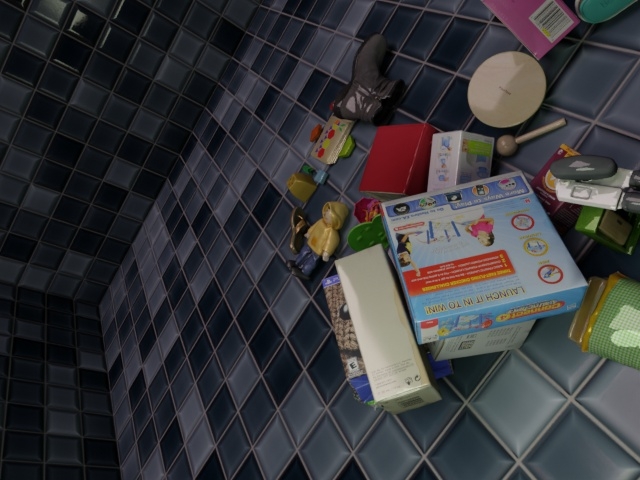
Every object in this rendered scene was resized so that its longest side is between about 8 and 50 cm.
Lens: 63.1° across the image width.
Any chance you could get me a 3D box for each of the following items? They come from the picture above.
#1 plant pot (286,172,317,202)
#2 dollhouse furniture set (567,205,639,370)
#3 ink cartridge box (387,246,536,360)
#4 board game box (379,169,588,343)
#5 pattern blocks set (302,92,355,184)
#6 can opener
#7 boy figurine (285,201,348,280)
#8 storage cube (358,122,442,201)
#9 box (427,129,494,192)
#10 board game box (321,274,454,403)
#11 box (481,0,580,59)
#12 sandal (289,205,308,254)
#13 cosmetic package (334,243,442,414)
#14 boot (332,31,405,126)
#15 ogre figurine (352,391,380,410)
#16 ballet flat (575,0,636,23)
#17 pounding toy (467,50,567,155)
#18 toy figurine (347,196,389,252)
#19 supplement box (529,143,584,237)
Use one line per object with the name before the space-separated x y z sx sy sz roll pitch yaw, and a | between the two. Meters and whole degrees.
plant pot | -0.077 -0.205 1.936 0.081 0.083 0.081 -50 39 21
dollhouse furniture set | 0.552 0.070 0.910 0.198 0.151 0.301 18 86 55
ink cartridge box | 0.334 0.090 1.161 0.130 0.272 0.309 99 161 -44
board game box | 0.300 0.023 1.026 0.309 0.086 0.301 -13 50 3
pattern blocks set | 0.044 -0.373 1.920 0.324 0.026 0.285 -55 37 15
can opener | 0.518 -0.085 0.844 0.284 0.095 0.075 17 86 44
boy figurine | 0.000 0.000 1.720 0.285 0.092 0.177 -57 34 19
storage cube | 0.250 -0.190 1.419 0.215 0.184 0.193 11 81 53
box | 0.344 -0.159 1.292 0.103 0.114 0.202 12 97 61
board game box | 0.156 0.206 1.267 0.232 0.141 0.290 -20 47 5
box | 0.476 -0.578 1.252 0.117 0.214 0.242 -44 19 28
sandal | -0.072 -0.036 1.855 0.049 0.072 0.180 -11 63 32
cosmetic package | 0.138 0.182 1.075 0.113 0.160 0.309 -21 59 11
boot | 0.201 -0.540 1.760 0.223 0.118 0.337 22 88 44
ogre figurine | 0.157 0.344 1.327 0.197 0.097 0.118 -41 21 -1
ballet flat | 0.734 -0.611 1.088 0.400 0.139 0.139 -22 55 46
pounding toy | 0.482 -0.342 1.296 0.183 0.110 0.236 -28 80 28
toy figurine | 0.151 -0.074 1.541 0.173 0.130 0.159 -52 28 39
supplement box | 0.510 -0.096 1.117 0.188 0.081 0.104 -54 37 17
